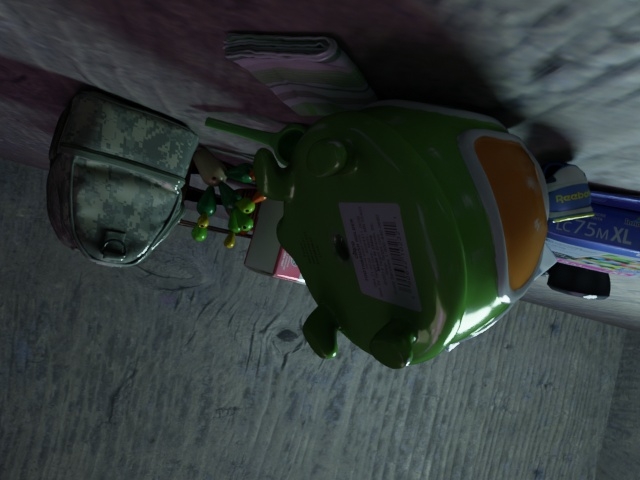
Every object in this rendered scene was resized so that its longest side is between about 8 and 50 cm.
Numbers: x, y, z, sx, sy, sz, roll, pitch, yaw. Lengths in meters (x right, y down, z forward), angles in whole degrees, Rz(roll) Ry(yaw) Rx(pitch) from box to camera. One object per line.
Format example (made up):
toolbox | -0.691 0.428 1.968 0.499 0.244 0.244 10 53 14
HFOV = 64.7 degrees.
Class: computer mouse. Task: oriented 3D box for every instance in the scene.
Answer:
computer mouse | 0.558 0.070 1.115 0.189 0.072 0.272 11 -173 18

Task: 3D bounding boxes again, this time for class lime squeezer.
lime squeezer | -0.007 -0.125 0.682 0.311 0.058 0.110 14 -154 -7

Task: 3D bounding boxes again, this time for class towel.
towel | -0.008 -0.147 0.481 0.113 0.023 0.152 14 176 26

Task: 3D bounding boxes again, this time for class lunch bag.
lunch bag | -0.367 -0.090 0.884 0.213 0.255 0.305 18 175 -33

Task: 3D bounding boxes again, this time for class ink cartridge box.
ink cartridge box | 0.000 0.000 1.109 0.283 0.207 0.117 19 175 -42
ink cartridge box | 0.403 -0.003 0.716 0.186 0.065 0.311 13 174 15

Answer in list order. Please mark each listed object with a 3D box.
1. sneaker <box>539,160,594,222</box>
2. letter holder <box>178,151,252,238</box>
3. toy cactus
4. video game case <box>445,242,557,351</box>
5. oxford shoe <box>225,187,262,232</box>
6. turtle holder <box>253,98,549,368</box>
sneaker | 0.255 -0.060 0.556 0.053 0.059 0.144 -14 -169 4
letter holder | -0.286 -0.101 1.190 0.215 0.151 0.302 16 176 -36
toy cactus | -0.172 -0.098 0.959 0.180 0.219 0.112 54 -157 11
video game case | 0.195 0.038 0.669 0.183 0.201 0.023 43 -170 -31
oxford shoe | -0.093 -0.054 1.343 0.349 0.122 0.130 18 180 -23
turtle holder | 0.079 -0.006 0.518 0.228 0.243 0.320 -21 164 -25
